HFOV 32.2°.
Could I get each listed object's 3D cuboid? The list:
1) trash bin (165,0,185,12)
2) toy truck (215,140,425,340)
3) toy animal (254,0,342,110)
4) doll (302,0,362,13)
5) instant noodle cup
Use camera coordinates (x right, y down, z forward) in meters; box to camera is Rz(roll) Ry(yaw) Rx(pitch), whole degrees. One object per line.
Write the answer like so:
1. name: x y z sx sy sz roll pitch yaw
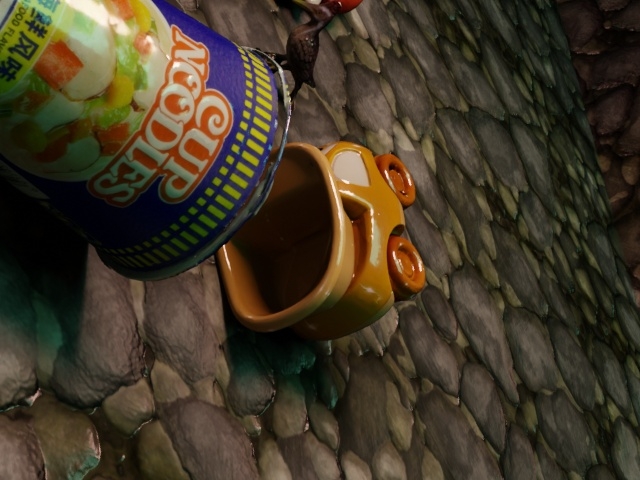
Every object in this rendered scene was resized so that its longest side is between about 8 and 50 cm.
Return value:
1. trash bin: -0.226 -0.221 1.277 0.059 0.130 0.116 47 32 -30
2. toy truck: 0.000 0.000 1.407 0.212 0.204 0.287 28 46 -46
3. toy animal: -0.030 -0.284 1.648 0.105 0.202 0.070 27 38 -16
4. doll: 0.019 -0.471 1.918 0.290 0.130 0.161 -22 81 -48
5. instant noodle cup: -0.230 -0.146 1.042 0.312 0.284 0.284 35 39 -43
